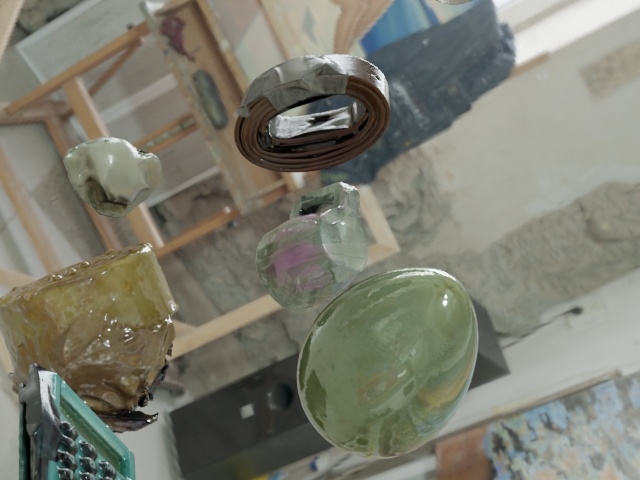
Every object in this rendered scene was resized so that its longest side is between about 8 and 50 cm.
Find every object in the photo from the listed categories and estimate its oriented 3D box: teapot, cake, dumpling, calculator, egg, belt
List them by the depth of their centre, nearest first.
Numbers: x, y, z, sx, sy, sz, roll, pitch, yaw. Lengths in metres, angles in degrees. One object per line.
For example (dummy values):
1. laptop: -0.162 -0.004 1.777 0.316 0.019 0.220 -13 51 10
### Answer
1. egg: 0.091 0.152 1.192 0.218 0.295 0.218 18 41 -17
2. calculator: -0.331 0.330 1.283 0.248 0.058 0.274 58 6 -35
3. belt: -0.014 -0.213 1.529 0.105 0.261 0.184 -85 164 -52
4. teapot: 0.008 0.012 1.634 0.163 0.178 0.222 51 42 -12
5. cake: -0.400 0.197 1.687 0.332 0.332 0.321 -38 110 -70
6. dumpling: -0.377 -0.114 1.688 0.176 0.092 0.150 -6 104 -61

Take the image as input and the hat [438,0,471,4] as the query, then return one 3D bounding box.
1. hat: 0.277 -0.604 1.909 0.161 0.231 0.275 110 -13 -64
